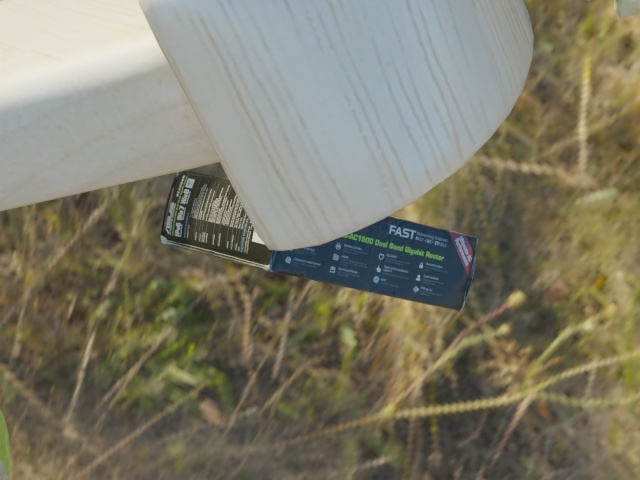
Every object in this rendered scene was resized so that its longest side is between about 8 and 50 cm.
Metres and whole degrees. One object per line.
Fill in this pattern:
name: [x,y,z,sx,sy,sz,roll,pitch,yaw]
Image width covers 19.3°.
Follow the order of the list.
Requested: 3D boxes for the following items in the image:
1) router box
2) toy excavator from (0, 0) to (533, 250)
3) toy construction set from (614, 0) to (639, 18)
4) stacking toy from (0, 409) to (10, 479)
router box: [0.000,0.000,0.893,0.122,0.092,0.038,13,89,-38]
toy excavator: [-0.173,-0.069,0.642,0.432,0.222,0.445,-24,31,4]
toy construction set: [0.189,-0.271,0.997,0.215,0.151,0.328,7,62,-36]
stacking toy: [-0.178,0.242,1.000,0.130,0.280,0.309,8,22,11]
